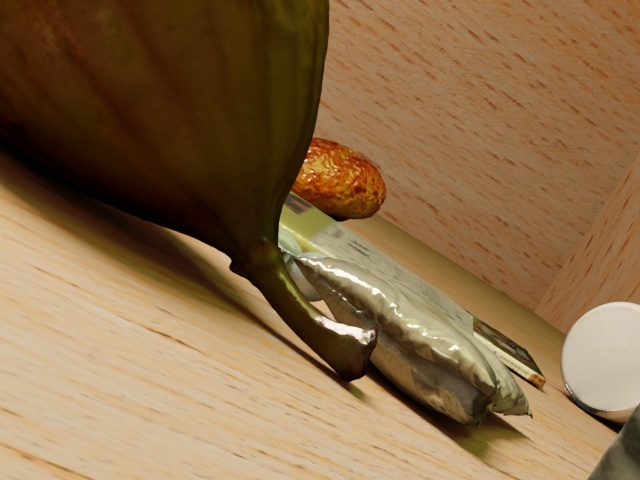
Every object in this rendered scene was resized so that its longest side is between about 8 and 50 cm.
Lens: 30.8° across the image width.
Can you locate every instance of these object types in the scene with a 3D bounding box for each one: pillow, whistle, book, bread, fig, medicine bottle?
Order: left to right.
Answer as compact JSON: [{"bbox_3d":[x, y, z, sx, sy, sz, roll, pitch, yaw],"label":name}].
[{"bbox_3d":[-0.065,-0.062,0.628,0.321,0.217,0.217,62,12,13],"label":"fig"},{"bbox_3d":[-0.027,0.011,0.800,0.100,0.035,0.035,33,4,12],"label":"whistle"},{"bbox_3d":[-0.028,-0.083,1.352,0.268,0.095,0.139,20,4,-38],"label":"bread"},{"bbox_3d":[0.000,0.000,1.116,0.352,0.035,0.239,34,7,3],"label":"book"},{"bbox_3d":[0.120,0.064,1.375,0.322,0.018,0.228,34,4,2],"label":"book"},{"bbox_3d":[0.071,0.068,0.773,0.148,0.050,0.229,45,5,19],"label":"pillow"},{"bbox_3d":[0.412,0.175,1.452,0.143,0.143,0.258,37,5,39],"label":"medicine bottle"}]

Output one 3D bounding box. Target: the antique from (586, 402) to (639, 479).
[{"bbox_3d":[0.269,0.179,0.737,0.183,0.088,0.086,35,6,23],"label":"antique"}]
